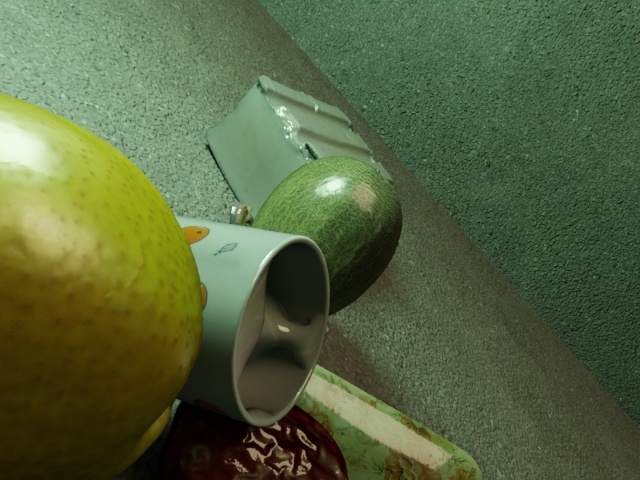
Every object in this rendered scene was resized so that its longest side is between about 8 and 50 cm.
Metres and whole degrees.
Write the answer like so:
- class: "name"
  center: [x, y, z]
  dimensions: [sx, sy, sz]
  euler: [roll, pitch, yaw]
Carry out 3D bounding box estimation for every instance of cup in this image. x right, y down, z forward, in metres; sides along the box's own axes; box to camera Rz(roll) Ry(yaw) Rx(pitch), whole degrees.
- class: "cup"
  center: [-0.175, 0.072, 0.869]
  dimensions: [0.317, 0.212, 0.212]
  euler: [11, 6, 26]

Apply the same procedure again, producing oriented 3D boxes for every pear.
- class: "pear"
  center: [-0.302, 0.042, 0.612]
  dimensions: [0.418, 0.362, 0.362]
  euler: [23, 23, 2]

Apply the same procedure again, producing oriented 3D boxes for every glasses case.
- class: "glasses case"
  center: [0.050, 0.307, 1.084]
  dimensions: [0.425, 0.098, 0.156]
  euler: [31, 67, -8]

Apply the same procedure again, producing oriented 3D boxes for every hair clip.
- class: "hair clip"
  center: [-0.173, 0.000, 1.323]
  dimensions: [0.278, 0.090, 0.137]
  euler: [-10, 97, -63]

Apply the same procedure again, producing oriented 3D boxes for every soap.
- class: "soap"
  center: [-0.024, -0.167, 1.715]
  dimensions: [0.350, 0.213, 0.435]
  euler: [54, 22, 16]

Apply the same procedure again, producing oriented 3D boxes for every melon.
- class: "melon"
  center: [0.000, 0.000, 1.308]
  dimensions: [0.248, 0.329, 0.248]
  euler: [42, 1, -1]

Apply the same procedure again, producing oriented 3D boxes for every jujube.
- class: "jujube"
  center: [-0.081, 0.280, 0.914]
  dimensions: [0.243, 0.183, 0.183]
  euler: [28, 28, -17]

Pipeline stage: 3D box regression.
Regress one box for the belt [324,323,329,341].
- class: "belt"
  center: [-0.030, 0.111, 1.439]
  dimensions: [0.053, 0.071, 0.232]
  euler: [26, 31, -33]
